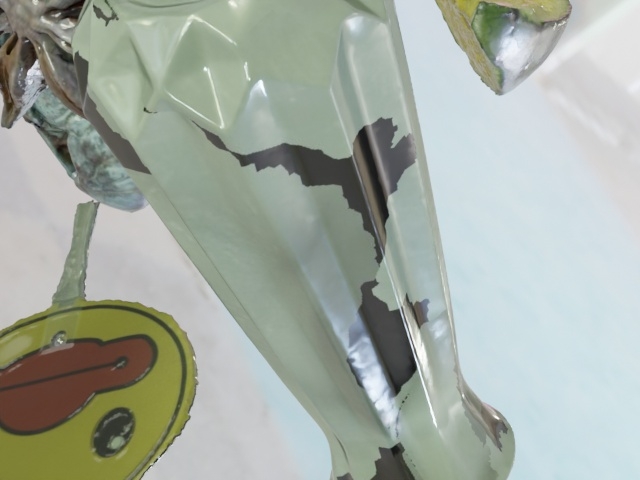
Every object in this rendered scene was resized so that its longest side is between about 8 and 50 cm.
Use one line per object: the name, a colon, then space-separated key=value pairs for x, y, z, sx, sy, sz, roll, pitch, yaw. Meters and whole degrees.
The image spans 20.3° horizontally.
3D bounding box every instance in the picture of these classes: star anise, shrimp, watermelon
star anise: x=-0.170 y=-0.138 z=1.125 sx=0.061 sy=0.204 sz=0.180 roll=-42 pitch=135 yaw=-46
shrimp: x=-0.250 y=-0.185 z=1.508 sx=0.372 sy=0.172 sz=0.137 roll=61 pitch=-21 yaw=0
watermelon: x=0.100 y=-0.135 z=1.118 sx=0.092 sy=0.075 sz=0.181 roll=14 pitch=23 yaw=-20

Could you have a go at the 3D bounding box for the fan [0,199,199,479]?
fan: x=-0.185 y=0.094 z=1.246 sx=0.335 sy=0.229 sz=0.011 roll=-84 pitch=153 yaw=-42

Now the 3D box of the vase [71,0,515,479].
vase: x=0.000 y=0.000 z=0.944 sx=0.165 sy=0.165 sz=0.360 roll=-101 pitch=170 yaw=-54
